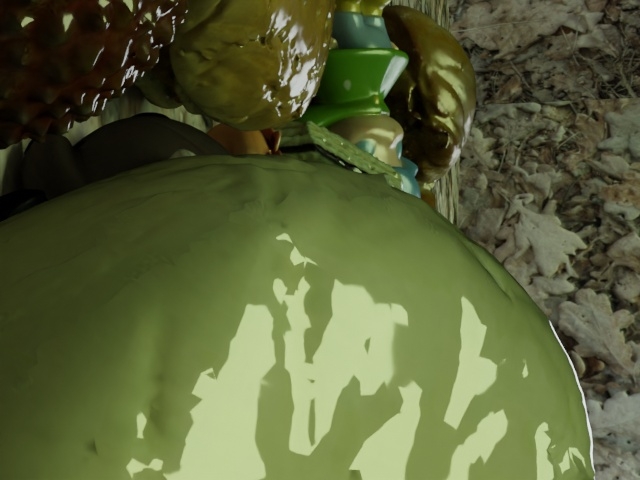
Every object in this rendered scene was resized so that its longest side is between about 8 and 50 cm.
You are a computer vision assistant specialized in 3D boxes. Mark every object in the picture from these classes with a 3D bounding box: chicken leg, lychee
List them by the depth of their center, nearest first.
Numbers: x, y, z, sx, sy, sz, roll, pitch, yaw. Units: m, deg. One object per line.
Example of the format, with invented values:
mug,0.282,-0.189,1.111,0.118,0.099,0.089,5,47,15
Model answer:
lychee,-0.118,-0.121,0.530,0.165,0.165,0.197,-82,180,-45
chicken leg,0.066,-0.061,1.649,0.409,0.182,0.295,106,-16,-67

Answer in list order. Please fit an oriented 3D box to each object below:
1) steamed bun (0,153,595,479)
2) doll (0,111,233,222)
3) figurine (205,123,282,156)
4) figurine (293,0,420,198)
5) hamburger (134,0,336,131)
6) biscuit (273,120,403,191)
steamed bun,-0.067,0.131,0.539,0.312,0.233,0.333,40,62,-39
doll,-0.082,0.011,0.766,0.117,0.182,0.257,-49,-168,12
figurine,-0.021,-0.014,1.109,0.195,0.111,0.102,52,33,-37
figurine,0.021,-0.097,1.324,0.162,0.143,0.263,-6,101,-60
hamburger,-0.066,-0.209,0.919,0.283,0.145,0.259,42,50,-69
biscuit,0.000,0.000,1.227,0.252,0.150,0.052,76,9,-45
